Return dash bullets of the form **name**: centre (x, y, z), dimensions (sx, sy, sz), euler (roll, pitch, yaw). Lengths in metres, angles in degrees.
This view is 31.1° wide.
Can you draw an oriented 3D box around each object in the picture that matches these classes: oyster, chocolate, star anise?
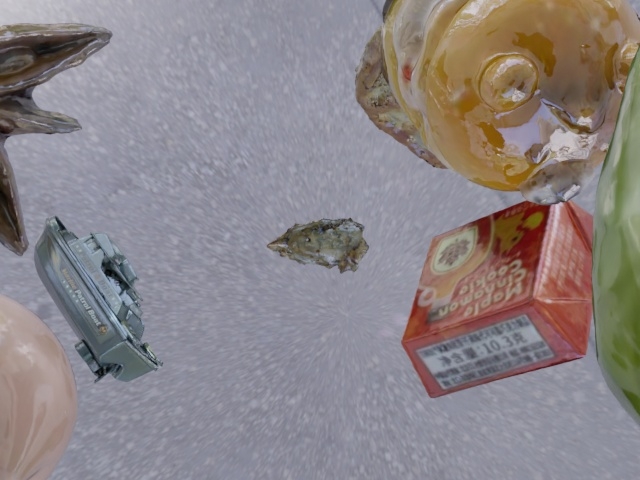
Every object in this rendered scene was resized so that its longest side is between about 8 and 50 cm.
- **oyster**: centre (0.000, 0.000, 1.573), dimensions (0.132, 0.029, 0.086), euler (22, 78, -6)
- **chocolate**: centre (0.232, 0.065, 1.480), dimensions (0.237, 0.234, 0.108), euler (-20, 124, 38)
- **star anise**: centre (-0.372, -0.132, 1.077), dimensions (0.292, 0.109, 0.349), euler (20, 95, -2)

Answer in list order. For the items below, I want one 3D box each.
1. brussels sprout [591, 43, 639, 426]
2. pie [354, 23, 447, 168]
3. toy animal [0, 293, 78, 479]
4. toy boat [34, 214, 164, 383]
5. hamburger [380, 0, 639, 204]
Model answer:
- **brussels sprout**: centre (0.276, -0.011, 0.602), dimensions (0.247, 0.328, 0.328), euler (24, 87, 29)
- **pie**: centre (0.182, -0.222, 1.611), dimensions (0.308, 0.308, 0.085), euler (3, 56, 1)
- **toy animal**: centre (-0.309, 0.152, 0.863), dimensions (0.237, 0.269, 0.326), euler (33, 113, -23)
- **toy boat**: centre (-0.321, 0.065, 1.625), dimensions (0.122, 0.114, 0.296), euler (-34, 58, -4)
- **hamburger**: centre (0.216, -0.171, 1.174), dimensions (0.276, 0.237, 0.276), euler (-11, 122, -18)
